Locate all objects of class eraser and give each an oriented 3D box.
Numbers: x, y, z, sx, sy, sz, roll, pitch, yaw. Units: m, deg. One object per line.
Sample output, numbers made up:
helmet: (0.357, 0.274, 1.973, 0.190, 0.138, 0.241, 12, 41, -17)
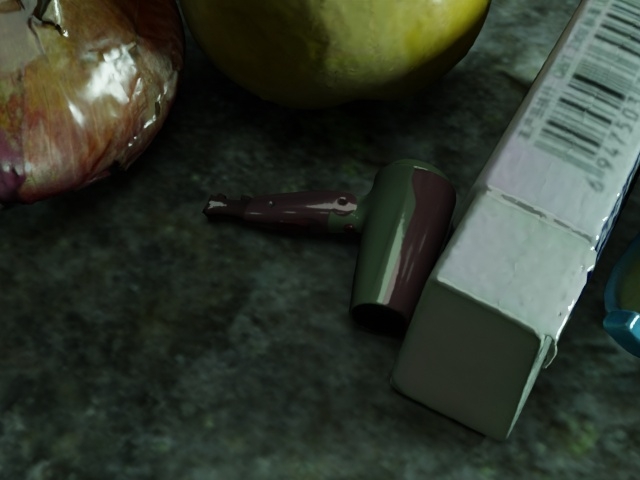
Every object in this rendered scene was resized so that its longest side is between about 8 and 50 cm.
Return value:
eraser: (0.142, -0.033, 0.688, 0.086, 0.130, 0.287, 26, 56, 12)

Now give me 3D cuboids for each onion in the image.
onion: (-0.206, -0.133, 0.730, 0.230, 0.163, 0.230, -3, 59, 5)

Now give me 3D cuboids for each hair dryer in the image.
hair dryer: (0.000, -0.006, 0.722, 0.154, 0.054, 0.106, 12, 59, 19)

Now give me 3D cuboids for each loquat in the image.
loquat: (0.010, -0.179, 0.754, 0.213, 0.213, 0.213, 1, 54, -1)

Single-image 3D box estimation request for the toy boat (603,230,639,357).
toy boat: (0.226, -0.017, 0.681, 0.088, 0.102, 0.215, 3, 44, 48)
